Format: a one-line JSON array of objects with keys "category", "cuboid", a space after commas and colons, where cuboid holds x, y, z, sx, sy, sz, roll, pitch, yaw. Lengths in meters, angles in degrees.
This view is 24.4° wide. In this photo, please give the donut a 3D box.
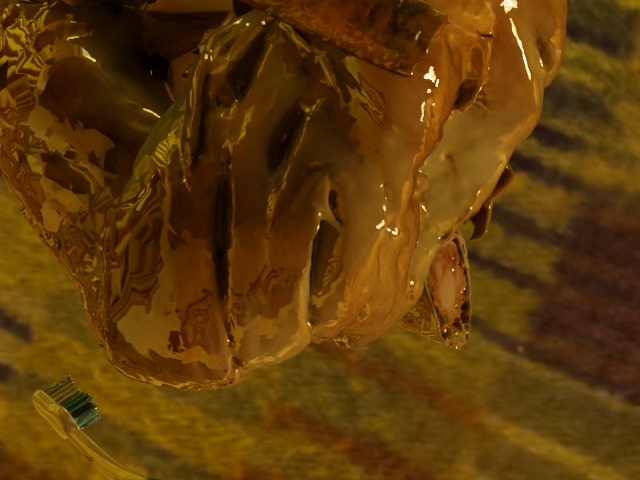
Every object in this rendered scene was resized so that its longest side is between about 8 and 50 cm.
[{"category": "donut", "cuboid": [-0.041, -0.105, 0.751, 0.360, 0.170, 0.360, -2, 88, 47]}]

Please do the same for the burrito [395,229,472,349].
[{"category": "burrito", "cuboid": [0.000, 0.000, 0.968, 0.226, 0.060, 0.087, 16, 102, 33]}]

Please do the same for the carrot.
[{"category": "carrot", "cuboid": [-0.032, -0.104, 0.532, 0.170, 0.042, 0.042, 25, 94, -10]}]

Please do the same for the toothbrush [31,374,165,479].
[{"category": "toothbrush", "cuboid": [-0.076, 0.148, 0.794, 0.304, 0.030, 0.030, 32, 97, 46]}]
